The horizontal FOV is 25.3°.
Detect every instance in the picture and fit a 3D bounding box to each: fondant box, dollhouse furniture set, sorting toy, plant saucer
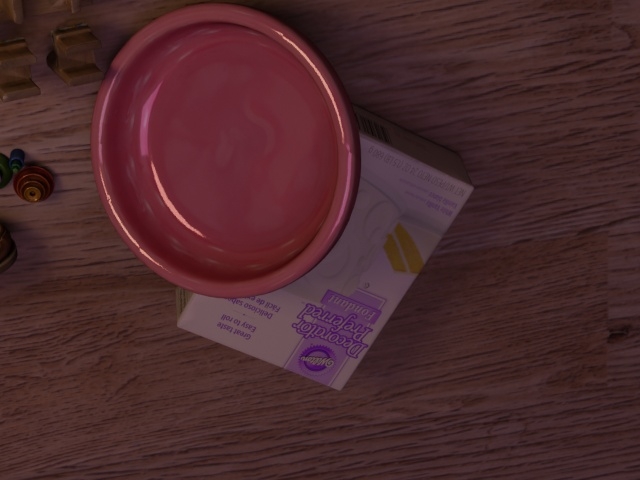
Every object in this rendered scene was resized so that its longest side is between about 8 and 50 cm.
[{"bbox_3d":[0.000,0.000,1.749,0.238,0.096,0.330,23,115,-19],"label":"fondant box"},{"bbox_3d":[-0.373,-0.276,1.542,0.242,0.161,0.212,-16,123,-24],"label":"dollhouse furniture set"},{"bbox_3d":[-0.365,-0.073,1.687,0.102,0.042,0.061,12,117,-14],"label":"sorting toy"},{"bbox_3d":[-0.101,-0.102,1.611,0.332,0.084,0.332,5,102,24],"label":"plant saucer"}]

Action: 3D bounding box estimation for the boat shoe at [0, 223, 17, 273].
[{"bbox_3d":[-0.515,-0.003,1.667,0.307,0.110,0.104,-4,121,-6],"label":"boat shoe"}]
